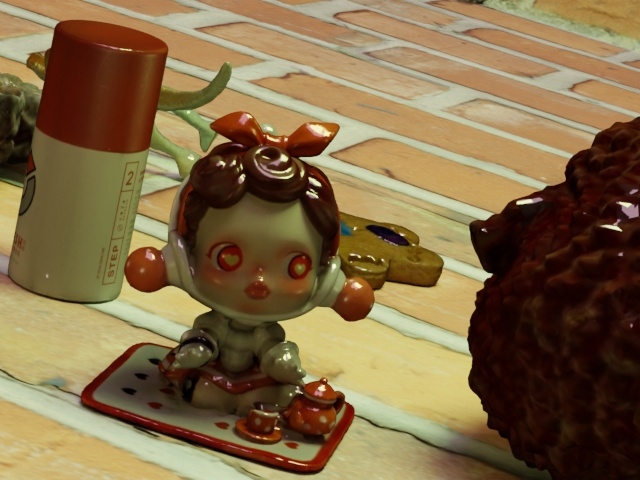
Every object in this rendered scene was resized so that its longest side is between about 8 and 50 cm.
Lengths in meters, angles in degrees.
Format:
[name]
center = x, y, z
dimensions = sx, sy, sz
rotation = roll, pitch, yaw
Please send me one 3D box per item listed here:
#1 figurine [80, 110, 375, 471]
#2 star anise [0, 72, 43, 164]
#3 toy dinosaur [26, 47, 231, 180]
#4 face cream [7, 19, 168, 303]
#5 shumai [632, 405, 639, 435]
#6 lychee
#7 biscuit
[figurine]
center = -0.046, 0.018, 1.369
dimensions = 0.183, 0.226, 0.160
rotation = 16, 15, 8
[star anise]
center = -0.336, -0.127, 1.844
dimensions = 0.236, 0.109, 0.223
rotation = 22, 13, -49
[toy dinosaur]
center = -0.183, -0.141, 1.953
dimensions = 0.205, 0.092, 0.393
rotation = 37, -10, -19
[face cream]
center = -0.190, -0.065, 1.550
dimensions = 0.096, 0.214, 0.096
rotation = 12, 16, -4
[shumai]
center = 0.327, 0.181, 1.069
dimensions = 0.397, 0.324, 0.323
rotation = 8, 2, -37
[lychee]
center = 0.257, 0.059, 1.382
dimensions = 0.330, 0.306, 0.306
rotation = 31, 15, -4
[biscuit]
center = 0.000, 0.000, 1.820
dimensions = 0.236, 0.039, 0.180
rotation = 5, 19, -23
